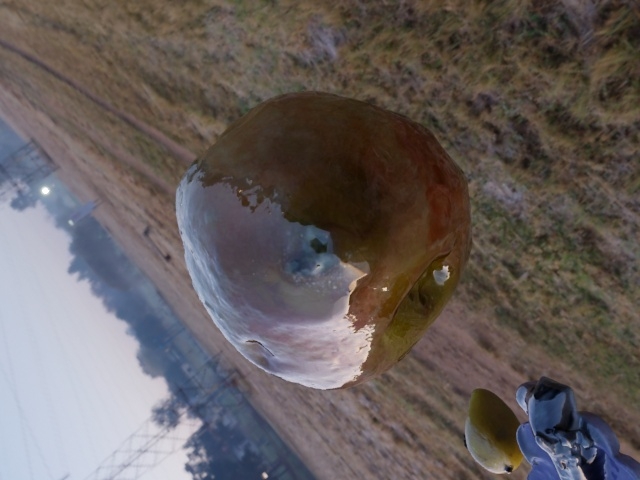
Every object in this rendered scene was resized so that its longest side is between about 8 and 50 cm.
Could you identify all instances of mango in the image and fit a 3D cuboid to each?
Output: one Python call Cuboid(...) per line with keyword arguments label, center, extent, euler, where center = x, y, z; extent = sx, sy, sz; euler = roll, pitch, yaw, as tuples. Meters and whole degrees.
Cuboid(label="mango", center=(0.298, 0.323, 1.185), extent=(0.187, 0.101, 0.066), euler=(-85, 4, -57))

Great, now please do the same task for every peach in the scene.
Cuboid(label="peach", center=(0.000, 0.000, 0.483), extent=(0.214, 0.214, 0.235), euler=(50, -172, 5))

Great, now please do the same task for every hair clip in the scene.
Cuboid(label="hair clip", center=(0.187, 0.191, 0.493), extent=(0.124, 0.052, 0.196), euler=(15, 126, 64))
